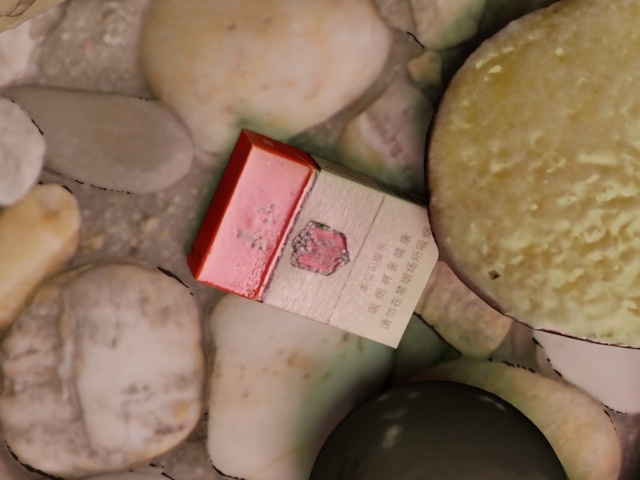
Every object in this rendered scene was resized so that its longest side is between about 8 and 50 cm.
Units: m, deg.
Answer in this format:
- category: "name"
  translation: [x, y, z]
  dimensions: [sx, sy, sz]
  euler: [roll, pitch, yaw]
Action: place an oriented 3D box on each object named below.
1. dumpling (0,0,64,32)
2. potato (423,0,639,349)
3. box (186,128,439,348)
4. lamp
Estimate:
- category: "dumpling"
  translation: [-0.196, -0.169, 0.889]
  dimensions: [0.181, 0.111, 0.155]
  euler: [15, 136, -11]
- category: "potato"
  translation: [0.216, -0.051, 1.015]
  dimensions: [0.299, 0.116, 0.239]
  euler: [-4, 95, 3]
- category: "box"
  translation: [0.000, 0.000, 1.022]
  dimensions: [0.152, 0.048, 0.100]
  euler: [19, 101, -22]
- category: "lamp"
  translation: [0.123, 0.225, 1.065]
  dimensions: [0.182, 0.182, 0.314]
  euler: [-45, 117, 5]
